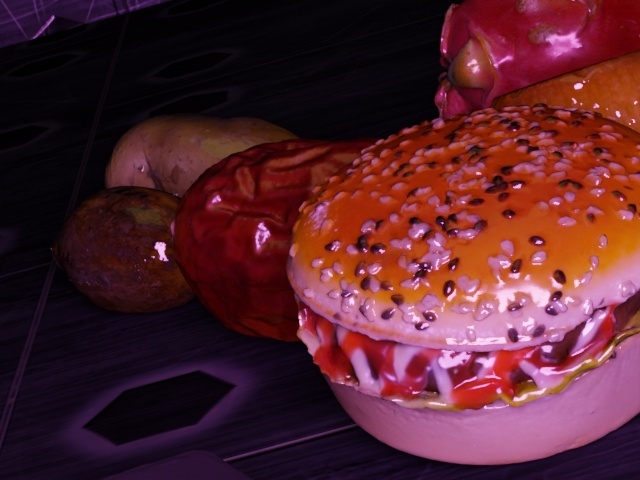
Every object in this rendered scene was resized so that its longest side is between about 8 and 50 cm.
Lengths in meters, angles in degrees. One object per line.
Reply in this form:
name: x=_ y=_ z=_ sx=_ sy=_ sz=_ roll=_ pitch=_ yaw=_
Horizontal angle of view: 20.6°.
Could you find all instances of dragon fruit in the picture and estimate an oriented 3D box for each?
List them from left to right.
dragon fruit: x=0.228 y=-0.194 z=1.772 sx=0.227 sy=0.224 sz=0.224 roll=4 pitch=22 yaw=11

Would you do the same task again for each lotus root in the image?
lotus root: x=-0.180 y=0.009 z=1.661 sx=0.209 sy=0.120 sz=0.120 roll=2 pitch=25 yaw=38

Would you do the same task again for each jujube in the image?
jujube: x=0.000 y=0.000 z=1.447 sx=0.250 sy=0.174 sz=0.174 roll=3 pitch=24 yaw=24

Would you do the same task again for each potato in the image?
potato: x=-0.104 y=-0.055 z=1.756 sx=0.248 sy=0.143 sz=0.169 roll=6 pitch=13 yaw=29

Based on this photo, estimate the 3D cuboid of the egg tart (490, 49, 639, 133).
egg tart: x=0.231 y=-0.058 z=1.430 sx=0.215 sy=0.171 sz=0.215 roll=-18 pitch=2 yaw=1

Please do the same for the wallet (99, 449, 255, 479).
wallet: x=-0.035 y=0.190 z=1.010 sx=0.250 sy=0.044 sz=0.149 roll=21 pitch=24 yaw=38

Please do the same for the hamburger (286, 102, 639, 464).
hamburger: x=0.121 y=0.015 z=1.214 sx=0.300 sy=0.176 sz=0.300 roll=-9 pitch=33 yaw=6
